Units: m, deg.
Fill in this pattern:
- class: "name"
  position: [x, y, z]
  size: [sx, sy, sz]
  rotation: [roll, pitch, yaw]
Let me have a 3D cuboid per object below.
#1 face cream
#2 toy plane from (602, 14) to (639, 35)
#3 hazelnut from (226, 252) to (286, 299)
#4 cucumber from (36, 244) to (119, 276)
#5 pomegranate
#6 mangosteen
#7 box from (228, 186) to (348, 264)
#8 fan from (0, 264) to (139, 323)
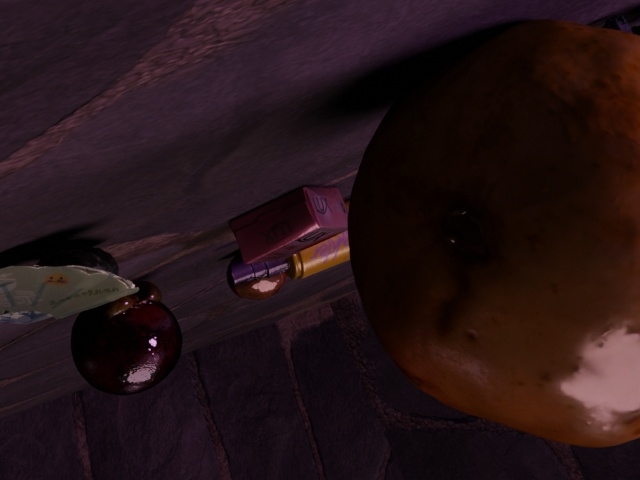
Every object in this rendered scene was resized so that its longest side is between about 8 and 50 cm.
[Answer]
- class: "face cream"
  position: [0.000, 0.000, 2.092]
  size: [0.273, 0.078, 0.078]
  rotation: [-21, 174, -19]
- class: "toy plane"
  position: [0.334, -0.200, 1.538]
  size: [0.246, 0.078, 0.169]
  rotation: [-12, 170, -30]
- class: "hazelnut"
  position: [-0.089, 0.042, 2.187]
  size: [0.086, 0.086, 0.086]
  rotation: [-23, 175, -2]
- class: "cucumber"
  position: [-0.238, 0.033, 1.541]
  size: [0.064, 0.064, 0.112]
  rotation: [-24, 176, 12]
- class: "pomegranate"
  position: [0.229, -0.014, 1.393]
  size: [0.410, 0.410, 0.410]
  rotation: [-23, 175, -2]
- class: "mangosteen"
  position: [-0.254, 0.123, 2.019]
  size: [0.152, 0.152, 0.152]
  rotation: [-23, 175, -2]
- class: "box"
  position: [-0.033, -0.019, 1.874]
  size: [0.111, 0.060, 0.156]
  rotation: [-26, 175, 17]
- class: "fan"
  position: [-0.292, 0.055, 1.454]
  size: [0.240, 0.009, 0.131]
  rotation: [-8, 152, 1]
